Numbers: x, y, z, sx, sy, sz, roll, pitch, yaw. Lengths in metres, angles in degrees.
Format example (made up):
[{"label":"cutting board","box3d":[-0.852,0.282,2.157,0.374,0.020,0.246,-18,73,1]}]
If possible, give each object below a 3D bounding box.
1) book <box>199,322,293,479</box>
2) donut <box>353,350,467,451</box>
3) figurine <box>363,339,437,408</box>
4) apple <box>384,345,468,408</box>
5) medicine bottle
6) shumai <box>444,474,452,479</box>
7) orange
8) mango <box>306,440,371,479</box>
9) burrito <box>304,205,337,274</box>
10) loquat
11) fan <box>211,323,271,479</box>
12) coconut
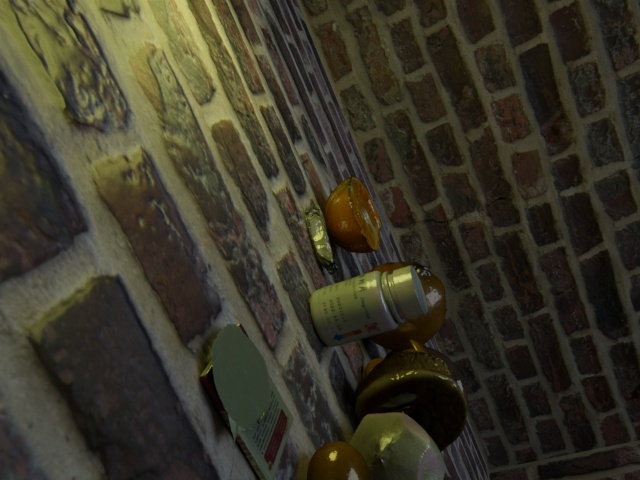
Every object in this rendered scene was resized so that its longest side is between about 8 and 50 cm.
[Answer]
[{"label":"book","box3d":[-0.120,0.280,0.828,0.231,0.022,0.162,65,19,-15]},{"label":"donut","box3d":[0.242,0.460,1.332,0.160,0.330,0.329,-103,167,-65]},{"label":"figurine","box3d":[0.266,0.427,1.498,0.215,0.228,0.215,48,7,-7]},{"label":"apple","box3d":[0.376,0.541,1.698,0.345,0.270,0.344,-20,90,-73]},{"label":"medicine bottle","box3d":[0.131,0.176,1.294,0.170,0.293,0.170,-19,90,-74]},{"label":"shumai","box3d":[0.410,0.917,1.636,0.120,0.201,0.201,-9,76,-32]},{"label":"orange","box3d":[0.135,-0.096,1.736,0.310,0.275,0.274,-54,130,-30]},{"label":"mango","box3d":[0.041,0.506,0.914,0.152,0.121,0.220,19,59,-66]},{"label":"burrito","box3d":[0.001,0.000,1.518,0.063,0.058,0.229,29,45,-73]},{"label":"loquat","box3d":[0.277,0.223,1.662,0.328,0.329,0.328,-20,90,-74]},{"label":"fan","box3d":[-0.131,0.272,0.746,0.182,0.010,0.310,56,19,-33]},{"label":"coconut","box3d":[0.172,0.527,1.141,0.230,0.227,0.226,53,23,-44]}]
